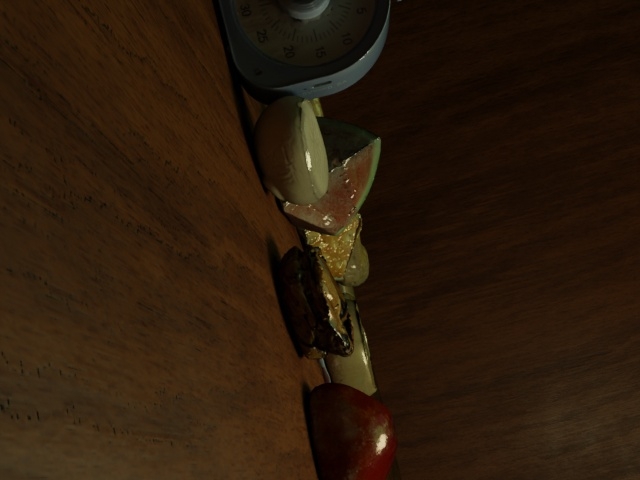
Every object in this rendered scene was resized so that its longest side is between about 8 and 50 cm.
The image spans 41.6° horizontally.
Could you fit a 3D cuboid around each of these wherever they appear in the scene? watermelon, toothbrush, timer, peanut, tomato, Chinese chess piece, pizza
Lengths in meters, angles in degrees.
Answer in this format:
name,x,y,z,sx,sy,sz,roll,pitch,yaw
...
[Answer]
name,x,y,z,sx,sy,sz,roll,pitch,yaw
watermelon,-0.048,-0.147,1.984,0.250,0.292,0.283,25,-67,43
toothbrush,0.012,0.295,1.819,0.019,0.013,0.193,-81,158,-58
timer,-0.020,-0.485,1.704,0.173,0.395,0.395,76,0,-79
peanut,0.055,0.022,2.470,0.313,0.149,0.149,66,9,-53
tomato,0.066,0.354,1.480,0.200,0.139,0.233,53,22,-62
Chinese chess piece,0.066,0.264,2.035,0.250,0.103,0.250,-14,90,-86
pizza,0.002,0.007,2.189,0.080,0.204,0.188,26,-71,44

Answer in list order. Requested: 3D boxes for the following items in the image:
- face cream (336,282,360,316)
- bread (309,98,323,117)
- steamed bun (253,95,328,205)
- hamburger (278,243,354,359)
name,x,y,z,sx,sy,sz,roll,pitch,yaw
face cream,0.094,0.254,2.651,0.139,0.067,0.285,72,6,-58
bread,-0.055,-0.349,2.413,0.244,0.134,0.244,-15,90,-89
steamed bun,-0.064,-0.174,1.685,0.177,0.130,0.228,-85,163,-48
hamburger,-0.010,0.118,1.563,0.231,0.107,0.231,-16,90,-81
